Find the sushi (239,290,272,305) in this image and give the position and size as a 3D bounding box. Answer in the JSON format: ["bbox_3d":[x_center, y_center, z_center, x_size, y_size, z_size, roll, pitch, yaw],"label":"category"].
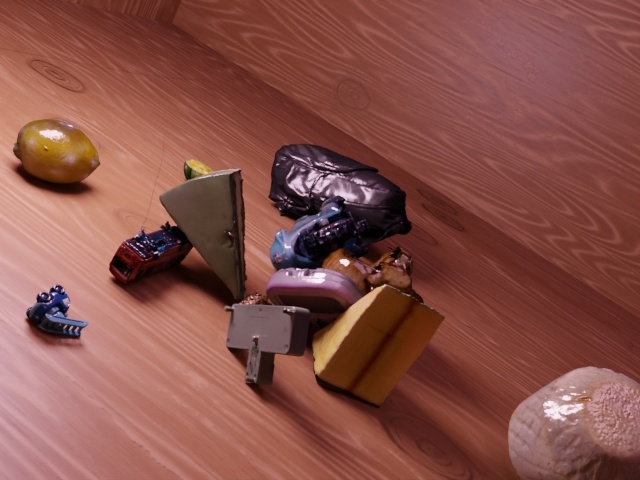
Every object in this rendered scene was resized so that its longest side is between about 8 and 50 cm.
[{"bbox_3d":[-0.138,0.140,1.573,0.061,0.060,0.118,25,17,3],"label":"sushi"}]

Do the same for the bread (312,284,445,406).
[{"bbox_3d":[0.115,0.184,1.511,0.167,0.264,0.163,29,21,-15],"label":"bread"}]

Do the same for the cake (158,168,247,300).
[{"bbox_3d":[-0.250,-0.008,1.605,0.172,0.284,0.158,-4,8,5],"label":"cake"}]

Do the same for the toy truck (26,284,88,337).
[{"bbox_3d":[-0.436,0.126,1.229,0.090,0.056,0.073,43,25,2],"label":"toy truck"}]

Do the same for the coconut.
[{"bbox_3d":[0.545,0.413,1.515,0.328,0.329,0.329,25,20,-10],"label":"coconut"}]

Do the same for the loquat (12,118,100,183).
[{"bbox_3d":[-0.597,-0.200,1.677,0.195,0.152,0.152,5,29,-32],"label":"loquat"}]

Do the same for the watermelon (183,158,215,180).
[{"bbox_3d":[-0.345,-0.185,2.088,0.105,0.062,0.105,30,13,-7],"label":"watermelon"}]

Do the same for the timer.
[{"bbox_3d":[-0.002,0.126,1.575,0.208,0.069,0.191,0,-34,31],"label":"timer"}]

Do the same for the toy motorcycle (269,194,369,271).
[{"bbox_3d":[0.000,0.000,1.924,0.172,0.232,0.416,66,11,2],"label":"toy motorcycle"}]

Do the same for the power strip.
[{"bbox_3d":[-0.109,0.191,1.362,0.061,0.145,0.215,13,-12,-36],"label":"power strip"}]

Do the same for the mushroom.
[{"bbox_3d":[0.120,0.117,1.716,0.263,0.283,0.195,34,63,4],"label":"mushroom"}]

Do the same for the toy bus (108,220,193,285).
[{"bbox_3d":[-0.344,0.025,1.524,0.073,0.096,0.235,39,20,9],"label":"toy bus"}]

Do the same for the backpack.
[{"bbox_3d":[0.074,-0.131,2.253,0.445,0.255,0.363,22,14,27],"label":"backpack"}]
